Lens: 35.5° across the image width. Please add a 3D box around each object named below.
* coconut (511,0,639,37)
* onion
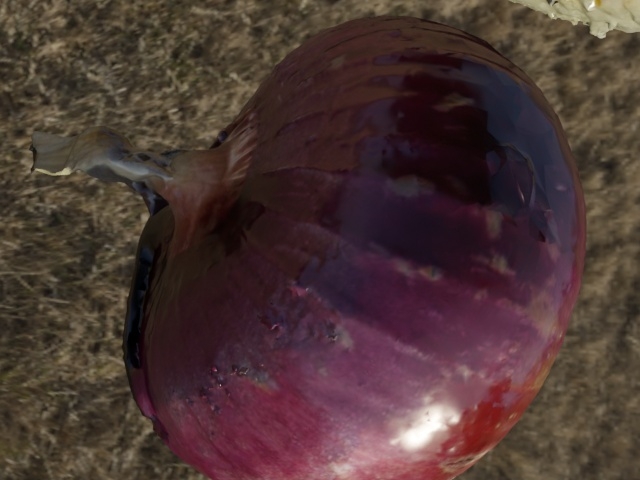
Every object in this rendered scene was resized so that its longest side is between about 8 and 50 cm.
[{"bbox_3d":[0.135,-0.215,0.383,0.245,0.244,0.247,55,46,-25],"label":"coconut"},{"bbox_3d":[0.029,0.009,0.551,0.272,0.230,0.256,2,62,-40],"label":"onion"}]
